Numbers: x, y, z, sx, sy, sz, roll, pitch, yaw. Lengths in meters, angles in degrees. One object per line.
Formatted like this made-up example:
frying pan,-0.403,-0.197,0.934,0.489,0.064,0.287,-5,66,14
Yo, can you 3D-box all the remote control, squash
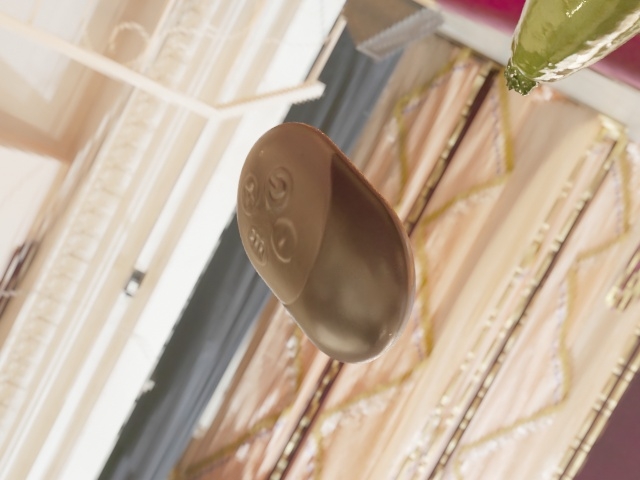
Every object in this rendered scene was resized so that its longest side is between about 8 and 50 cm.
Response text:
remote control,0.000,0.000,1.401,0.103,0.221,0.332,-11,-135,-37
squash,0.250,-0.228,0.993,0.118,0.118,0.370,28,157,-1
